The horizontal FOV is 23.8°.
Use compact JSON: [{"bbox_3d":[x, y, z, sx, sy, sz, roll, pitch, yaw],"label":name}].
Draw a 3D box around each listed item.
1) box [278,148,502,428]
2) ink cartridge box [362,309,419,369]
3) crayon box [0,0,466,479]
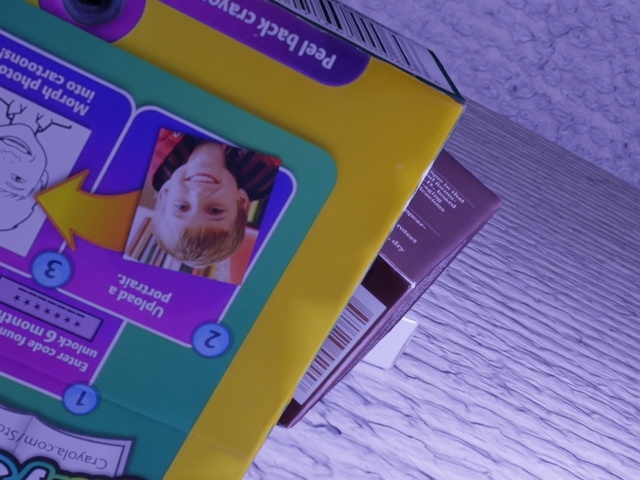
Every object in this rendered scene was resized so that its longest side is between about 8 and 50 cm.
[{"bbox_3d":[0.000,0.000,1.151,0.167,0.168,0.203,42,30,6],"label":"box"},{"bbox_3d":[-0.100,-0.007,1.320,0.371,0.069,0.176,25,15,-28],"label":"ink cartridge box"},{"bbox_3d":[-0.165,-0.027,0.747,0.363,0.313,0.106,26,18,-16],"label":"crayon box"}]
